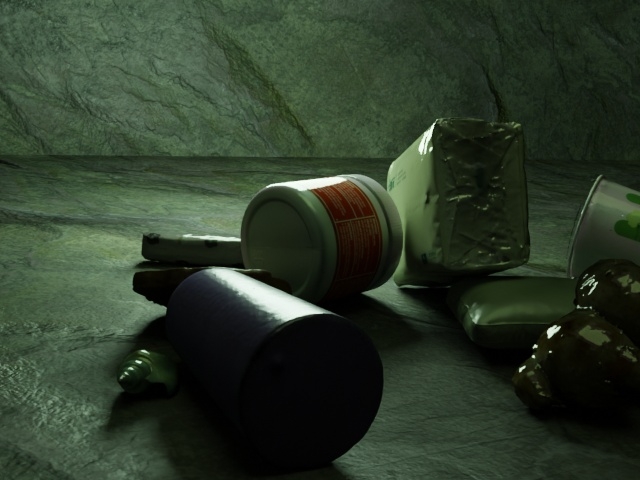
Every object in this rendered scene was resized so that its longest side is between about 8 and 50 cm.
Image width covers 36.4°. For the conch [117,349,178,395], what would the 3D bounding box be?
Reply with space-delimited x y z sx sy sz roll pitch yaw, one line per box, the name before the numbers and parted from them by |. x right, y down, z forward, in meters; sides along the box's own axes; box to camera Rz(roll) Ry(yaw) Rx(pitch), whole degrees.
conch | -0.265 0.202 1.501 0.088 0.065 0.180 6 6 15

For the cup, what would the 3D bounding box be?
cup | 0.718 0.008 2.193 0.273 0.253 0.253 20 20 22

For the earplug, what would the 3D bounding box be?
earplug | -0.104 0.160 1.465 0.215 0.215 0.456 -4 12 -26

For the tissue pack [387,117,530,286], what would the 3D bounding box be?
tissue pack | 0.271 -0.062 1.986 0.207 0.297 0.380 0 -10 -10

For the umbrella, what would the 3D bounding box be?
umbrella | -0.232 0.024 2.180 0.337 0.073 0.067 4 16 0

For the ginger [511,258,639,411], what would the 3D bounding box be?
ginger | 0.467 0.152 1.559 0.375 0.176 0.256 -33 30 -22

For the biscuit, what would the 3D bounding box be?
biscuit | -0.192 0.095 1.780 0.272 0.049 0.257 -3 -15 9

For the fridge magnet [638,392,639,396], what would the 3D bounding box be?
fridge magnet | 0.581 0.240 1.565 0.143 0.063 0.143 2 11 0

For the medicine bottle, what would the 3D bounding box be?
medicine bottle | 0.000 0.000 1.971 0.240 0.253 0.252 -10 20 -44

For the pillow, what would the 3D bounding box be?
pillow | 0.410 0.137 1.807 0.322 0.120 0.255 3 14 -7
